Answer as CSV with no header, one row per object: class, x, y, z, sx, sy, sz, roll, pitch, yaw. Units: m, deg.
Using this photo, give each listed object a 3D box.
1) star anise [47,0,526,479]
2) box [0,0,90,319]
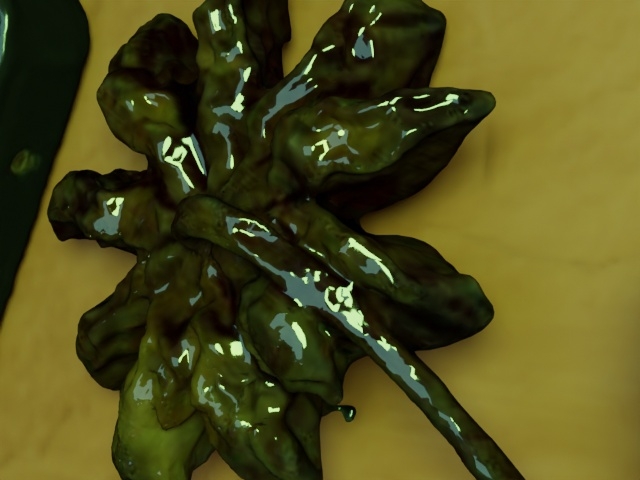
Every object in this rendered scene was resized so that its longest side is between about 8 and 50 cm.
star anise,0.003,0.001,0.555,0.234,0.073,0.177,8,90,36
box,-0.220,0.036,0.702,0.211,0.058,0.350,28,105,27
